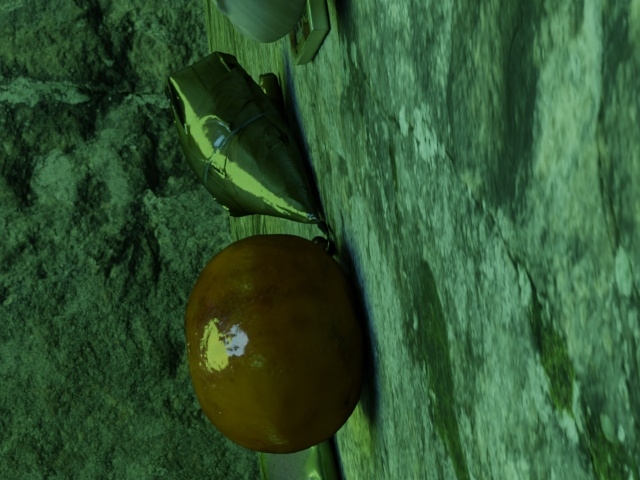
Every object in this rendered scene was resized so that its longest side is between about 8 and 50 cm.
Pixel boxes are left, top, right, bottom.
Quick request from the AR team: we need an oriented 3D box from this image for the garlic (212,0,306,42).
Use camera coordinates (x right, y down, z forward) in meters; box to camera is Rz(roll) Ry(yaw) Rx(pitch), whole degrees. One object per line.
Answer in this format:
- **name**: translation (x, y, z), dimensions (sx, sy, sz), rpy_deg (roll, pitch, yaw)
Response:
- **garlic**: translation (-0.075, -0.373, 1.497), dimensions (0.281, 0.185, 0.203), rpy_deg (55, -165, 21)

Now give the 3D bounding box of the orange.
- **orange**: translation (-0.059, 0.133, 1.690), dimensions (0.284, 0.226, 0.284), rpy_deg (173, 90, -89)

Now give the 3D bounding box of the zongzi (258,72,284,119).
- **zongzi**: translation (-0.076, -0.225, 2.132), dimensions (0.083, 0.040, 0.076), rpy_deg (-130, 37, -53)

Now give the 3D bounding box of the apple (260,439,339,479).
- **apple**: translation (-0.026, 0.389, 2.126), dimensions (0.193, 0.120, 0.265), rpy_deg (73, -175, -56)

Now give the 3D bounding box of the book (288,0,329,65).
- **book**: translation (-0.033, -0.372, 1.683), dimensions (0.202, 0.027, 0.264), rpy_deg (148, 114, -82)

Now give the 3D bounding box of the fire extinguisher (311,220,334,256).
- **fire extinguisher**: translation (0.006, 0.000, 1.814), dimensions (0.046, 0.032, 0.100), rpy_deg (-63, 11, 2)

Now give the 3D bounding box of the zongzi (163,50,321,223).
- **zongzi**: translation (-0.077, -0.081, 2.047), dimensions (0.360, 0.160, 0.323), rpy_deg (48, 172, 29)
